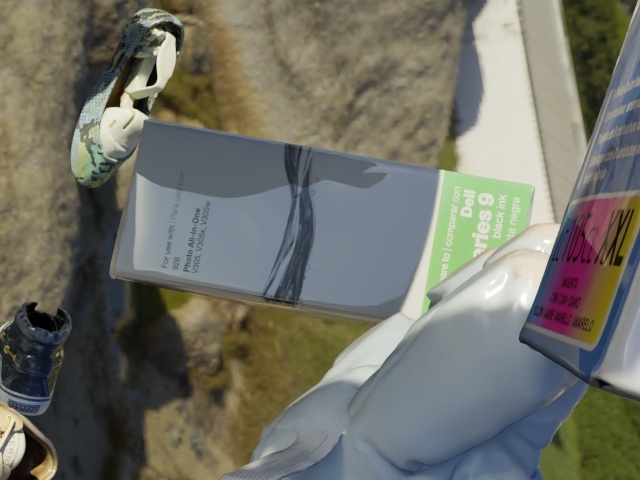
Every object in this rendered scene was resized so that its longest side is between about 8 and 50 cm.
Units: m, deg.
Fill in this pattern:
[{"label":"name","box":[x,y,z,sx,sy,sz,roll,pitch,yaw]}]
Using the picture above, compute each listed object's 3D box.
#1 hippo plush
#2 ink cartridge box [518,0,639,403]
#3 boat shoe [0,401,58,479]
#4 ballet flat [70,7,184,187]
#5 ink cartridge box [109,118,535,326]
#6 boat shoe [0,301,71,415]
[{"label":"hippo plush","box":[0.100,0.148,0.616,0.236,0.234,0.294,54,38,1]},{"label":"ink cartridge box","box":[0.273,-0.096,0.445,0.151,0.270,0.395,-136,-115,-86]},{"label":"boat shoe","box":[-0.205,0.121,0.709,0.170,0.059,0.063,62,38,-73]},{"label":"ballet flat","box":[-0.182,-0.137,1.121,0.070,0.070,0.188,40,68,-72]},{"label":"ink cartridge box","box":[0.000,0.000,0.919,0.211,0.289,0.121,109,-9,-85]},{"label":"boat shoe","box":[-0.264,0.090,1.090,0.183,0.065,0.083,-132,-119,-68]}]
